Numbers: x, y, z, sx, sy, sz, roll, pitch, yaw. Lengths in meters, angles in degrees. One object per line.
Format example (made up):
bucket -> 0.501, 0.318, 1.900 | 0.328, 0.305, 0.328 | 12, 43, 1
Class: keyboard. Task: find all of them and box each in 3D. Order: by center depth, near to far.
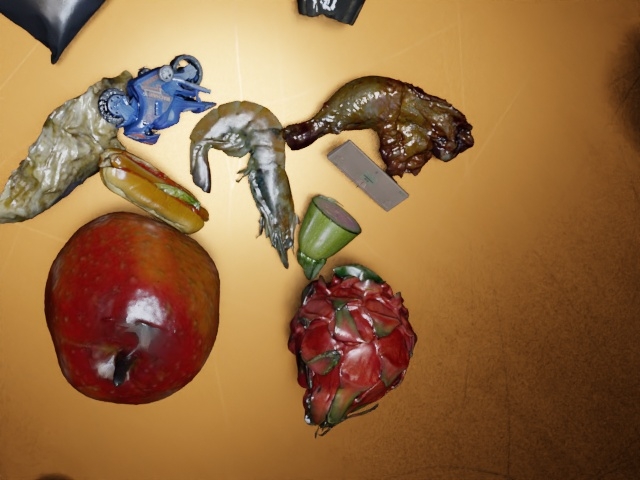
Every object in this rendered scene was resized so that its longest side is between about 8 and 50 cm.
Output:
keyboard -> 0.080, -0.109, 1.721 | 0.055, 0.017, 0.166 | -36, 126, 21

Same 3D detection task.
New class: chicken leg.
chicken leg -> 0.104, -0.191, 1.714 | 0.322, 0.083, 0.177 | 17, 109, -16

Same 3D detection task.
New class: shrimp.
shrimp -> -0.129, -0.087, 1.716 | 0.169, 0.058, 0.296 | -11, 94, -1

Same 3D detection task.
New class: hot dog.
hot dog -> -0.261, -0.078, 1.644 | 0.062, 0.092, 0.235 | -41, 139, 16

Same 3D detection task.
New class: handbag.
handbag -> -0.424, -0.443, 1.612 | 0.211, 0.089, 0.254 | 41, 95, -13

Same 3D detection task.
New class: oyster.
oyster -> -0.414, -0.131, 1.636 | 0.341, 0.166, 0.110 | -43, 92, -17

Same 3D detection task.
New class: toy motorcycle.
toy motorcycle -> -0.261, -0.221, 1.634 | 0.205, 0.076, 0.114 | -34, 114, -33

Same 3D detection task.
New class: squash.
squash -> -0.007, 0.002, 1.733 | 0.105, 0.105, 0.132 | 33, 110, -10

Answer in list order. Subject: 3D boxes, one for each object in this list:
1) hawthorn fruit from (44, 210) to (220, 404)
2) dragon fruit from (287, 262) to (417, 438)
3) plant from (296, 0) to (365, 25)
hawthorn fruit -> -0.297, 0.123, 1.574 | 0.284, 0.369, 0.285 | -1, 117, -1
dragon fruit -> 0.036, 0.188, 1.691 | 0.233, 0.234, 0.293 | 27, 89, -10
plant -> 0.035, -0.480, 1.639 | 0.164, 0.142, 0.256 | 13, 107, -9
